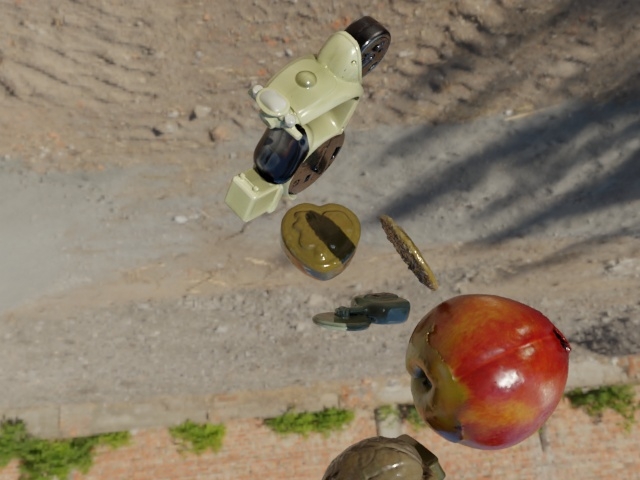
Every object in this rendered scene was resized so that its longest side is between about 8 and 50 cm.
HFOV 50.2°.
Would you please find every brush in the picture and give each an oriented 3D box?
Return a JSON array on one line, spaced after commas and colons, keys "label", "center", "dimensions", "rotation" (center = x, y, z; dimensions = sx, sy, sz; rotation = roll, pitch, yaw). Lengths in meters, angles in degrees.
[{"label": "brush", "center": [0.177, 0.491, 1.470], "dimensions": [0.123, 0.059, 0.197], "rotation": [-31, -171, -13]}]

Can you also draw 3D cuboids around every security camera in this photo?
[{"label": "security camera", "center": [0.110, 0.190, 1.847], "dimensions": [0.302, 0.080, 0.157], "rotation": [-3, -170, -43]}]

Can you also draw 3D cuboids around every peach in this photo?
[{"label": "peach", "center": [0.375, 0.277, 1.511], "dimensions": [0.370, 0.370, 0.370], "rotation": [-6, 160, -2]}]

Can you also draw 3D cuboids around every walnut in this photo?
[{"label": "walnut", "center": [0.094, 0.438, 1.202], "dimensions": [0.230, 0.178, 0.178], "rotation": [-36, 147, 33]}]

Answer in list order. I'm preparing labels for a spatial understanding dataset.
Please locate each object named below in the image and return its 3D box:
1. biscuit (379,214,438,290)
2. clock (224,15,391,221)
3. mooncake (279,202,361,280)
[{"label": "biscuit", "center": [0.206, 0.028, 1.606], "dimensions": [0.033, 0.220, 0.220], "rotation": [-36, 158, -2]}, {"label": "clock", "center": [-0.029, -0.207, 1.214], "dimensions": [0.276, 0.120, 0.379], "rotation": [-34, 159, -39]}, {"label": "mooncake", "center": [0.000, 0.000, 1.979], "dimensions": [0.235, 0.234, 0.117], "rotation": [-3, 153, -9]}]
